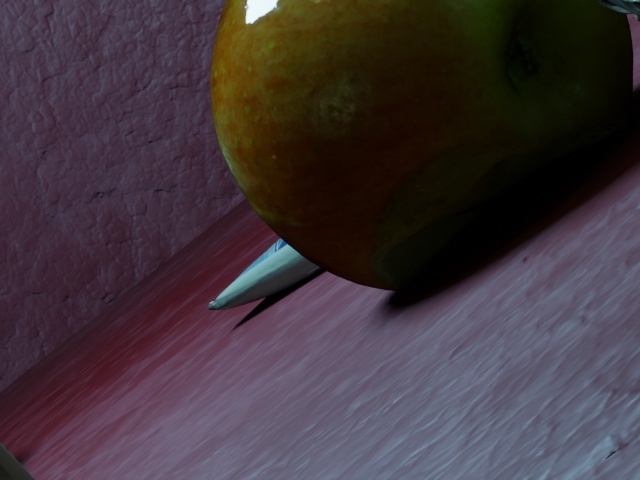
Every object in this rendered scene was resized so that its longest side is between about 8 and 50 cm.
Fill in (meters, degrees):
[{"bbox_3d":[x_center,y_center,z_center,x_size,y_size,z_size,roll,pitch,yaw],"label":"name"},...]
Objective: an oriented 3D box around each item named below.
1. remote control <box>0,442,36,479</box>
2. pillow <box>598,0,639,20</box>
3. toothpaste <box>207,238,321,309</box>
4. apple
[{"bbox_3d":[-0.276,0.190,1.221,0.050,0.145,0.344,-48,11,-35],"label":"remote control"},{"bbox_3d":[0.249,-0.183,0.843,0.283,0.138,0.310,-39,8,2],"label":"pillow"},{"bbox_3d":[0.000,-0.001,1.492,0.268,0.047,0.069,-38,17,51],"label":"toothpaste"},{"bbox_3d":[0.065,-0.093,1.106,0.226,0.246,0.246,-6,28,44],"label":"apple"}]
